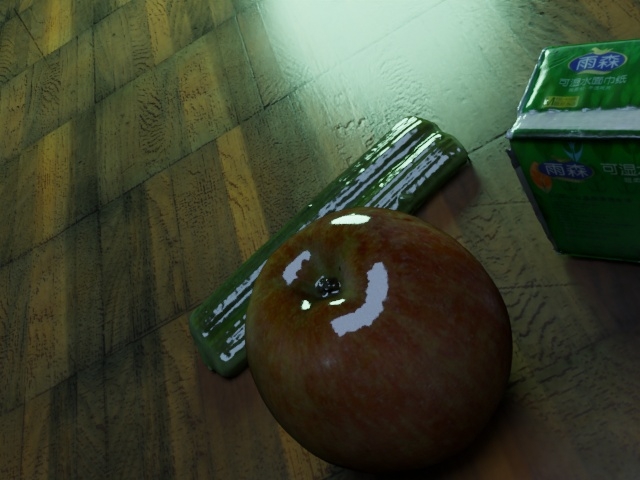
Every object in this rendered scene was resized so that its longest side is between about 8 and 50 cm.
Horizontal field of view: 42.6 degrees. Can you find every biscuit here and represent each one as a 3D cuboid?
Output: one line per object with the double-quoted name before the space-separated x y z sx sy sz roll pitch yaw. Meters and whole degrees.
"biscuit" 0.000 0.000 0.790 0.322 0.038 0.099 -42 45 -3

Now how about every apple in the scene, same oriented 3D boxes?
"apple" 0.039 0.071 0.599 0.188 0.174 0.188 -21 46 23

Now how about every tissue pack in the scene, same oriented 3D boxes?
"tissue pack" 0.270 -0.079 0.586 0.209 0.148 0.156 6 59 39
